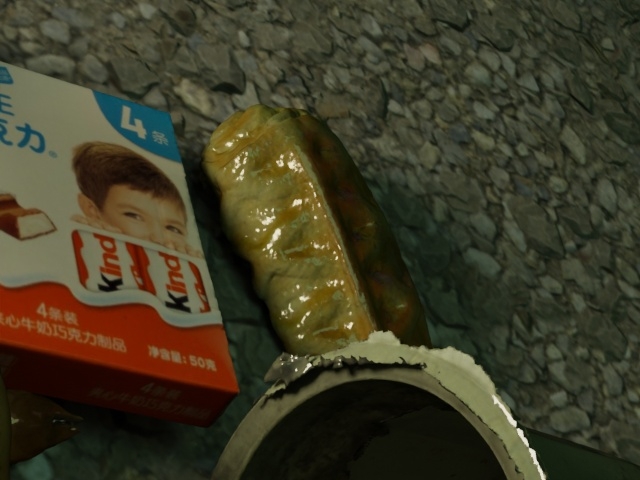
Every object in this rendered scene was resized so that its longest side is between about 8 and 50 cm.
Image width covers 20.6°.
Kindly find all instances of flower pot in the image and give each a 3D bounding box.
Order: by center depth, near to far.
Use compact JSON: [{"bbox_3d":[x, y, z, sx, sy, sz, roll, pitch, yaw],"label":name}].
[{"bbox_3d":[0.095,0.216,1.084,0.259,0.290,0.290,16,47,-48],"label":"flower pot"}]

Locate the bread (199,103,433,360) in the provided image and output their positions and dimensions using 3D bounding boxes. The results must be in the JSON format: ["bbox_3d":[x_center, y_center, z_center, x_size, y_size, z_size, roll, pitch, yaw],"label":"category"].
[{"bbox_3d":[0.000,0.000,1.305,0.128,0.088,0.232,-20,76,-40],"label":"bread"}]

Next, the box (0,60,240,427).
[{"bbox_3d":[-0.198,-0.016,1.141,0.273,0.048,0.265,14,40,-33],"label":"box"}]

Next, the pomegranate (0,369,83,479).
[{"bbox_3d":[-0.256,0.099,0.904,0.207,0.207,0.207,23,45,-25],"label":"pomegranate"}]

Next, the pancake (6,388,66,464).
[{"bbox_3d":[-0.239,0.059,1.088,0.199,0.021,0.199,26,42,-25],"label":"pancake"}]
